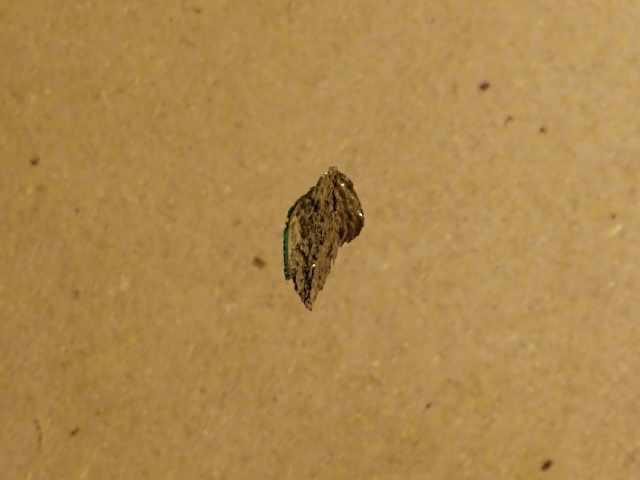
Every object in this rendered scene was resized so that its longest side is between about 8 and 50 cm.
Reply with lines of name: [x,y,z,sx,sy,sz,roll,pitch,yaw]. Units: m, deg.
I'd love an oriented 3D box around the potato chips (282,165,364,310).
potato chips: [0.000,0.000,1.493,0.026,0.142,0.209,6,7,19]
